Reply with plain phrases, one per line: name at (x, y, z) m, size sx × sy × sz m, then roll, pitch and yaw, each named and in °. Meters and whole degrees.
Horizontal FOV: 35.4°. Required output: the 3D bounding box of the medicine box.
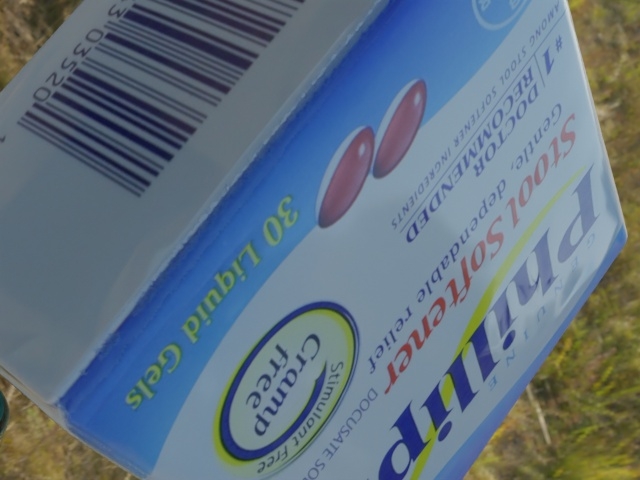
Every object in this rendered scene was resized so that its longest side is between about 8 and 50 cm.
medicine box at (0.000, 0.000, 0.481) m, size 0.263 × 0.149 × 0.289 m, roll -52°, pitch 142°, yaw -12°

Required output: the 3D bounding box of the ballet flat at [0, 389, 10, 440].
ballet flat at (-0.214, 0.073, 0.412) m, size 0.168 × 0.052 × 0.057 m, roll 19°, pitch 44°, yaw -34°
